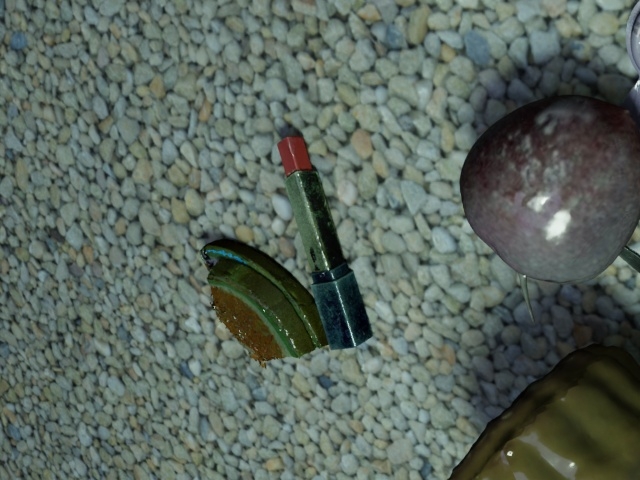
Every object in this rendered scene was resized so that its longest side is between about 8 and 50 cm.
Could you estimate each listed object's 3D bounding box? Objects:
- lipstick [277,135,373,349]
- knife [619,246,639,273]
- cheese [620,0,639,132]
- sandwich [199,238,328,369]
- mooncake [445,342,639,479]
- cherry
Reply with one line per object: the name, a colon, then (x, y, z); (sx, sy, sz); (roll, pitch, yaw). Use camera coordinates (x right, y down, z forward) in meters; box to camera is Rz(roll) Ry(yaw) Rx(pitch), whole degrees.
lipstick: (0.000, 0.000, 1.893); (0.051, 0.051, 0.312); (-10, 101, 41)
knife: (0.409, 0.049, 1.620); (0.170, 0.010, 0.023); (41, 130, 18)
cheese: (0.386, -0.201, 1.504); (0.105, 0.042, 0.191); (26, 125, 28)
sandwich: (-0.102, 0.097, 1.993); (0.235, 0.079, 0.159); (53, 132, 6)
mooncake: (0.291, 0.269, 1.600); (0.187, 0.324, 0.324); (45, 130, 14)
cherry: (0.270, -0.056, 1.568); (0.213, 0.183, 0.266); (39, 117, 9)
